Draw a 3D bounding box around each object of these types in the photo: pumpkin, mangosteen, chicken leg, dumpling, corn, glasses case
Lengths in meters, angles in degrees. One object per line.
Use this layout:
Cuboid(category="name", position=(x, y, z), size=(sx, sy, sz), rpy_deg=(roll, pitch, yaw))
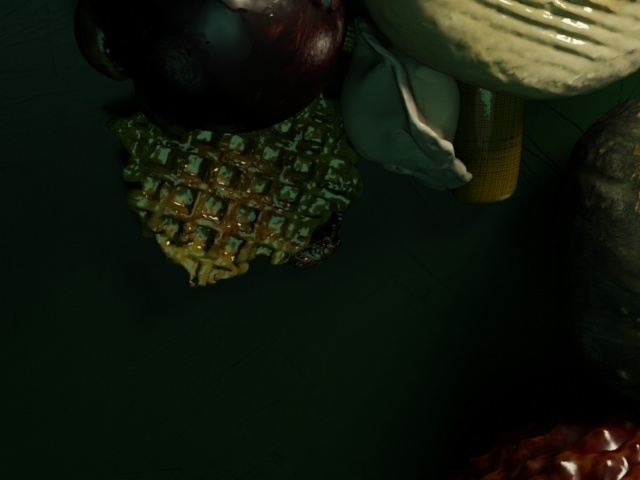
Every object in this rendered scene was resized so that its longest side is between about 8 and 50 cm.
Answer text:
Cuboid(category="pumpkin", position=(0.385, 0.002, 1.936), size=(0.291, 0.257, 0.328), rpy_deg=(1, 114, -26))
Cuboid(category="mangosteen", position=(-0.108, -0.233, 1.764), size=(0.233, 0.287, 0.287), rpy_deg=(-42, 118, -22))
Cuboid(category="chicken leg", position=(0.000, 0.002, 1.996), size=(0.083, 0.021, 0.036), rpy_deg=(-38, 106, 7))
Cuboid(category="dumpling", position=(0.093, -0.120, 1.875), size=(0.124, 0.151, 0.229), rpy_deg=(-38, 137, -5))
Cuboid(category="corn", position=(0.021, -0.213, 1.895), size=(0.092, 0.037, 0.037), rpy_deg=(26, 107, -24))
Cuboid(category="glasses case", position=(0.173, -0.146, 1.938), size=(0.079, 0.064, 0.234), rpy_deg=(-5, 114, -16))

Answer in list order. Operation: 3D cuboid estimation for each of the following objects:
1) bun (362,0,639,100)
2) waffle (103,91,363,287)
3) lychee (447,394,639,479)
Cuboid(category="bun", position=(0.195, -0.313, 1.784), size=(0.361, 0.213, 0.361), rpy_deg=(-6, 117, -12))
Cuboid(category="waffle", position=(-0.084, -0.082, 1.927), size=(0.254, 0.052, 0.245), rpy_deg=(-29, 115, 2))
Cuboid(category="lychee", position=(0.298, 0.402, 2.018), size=(0.424, 0.424, 0.500), rpy_deg=(11, 122, -15))
